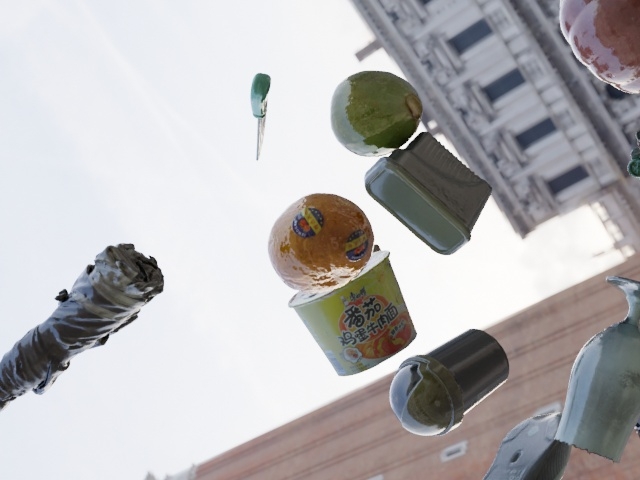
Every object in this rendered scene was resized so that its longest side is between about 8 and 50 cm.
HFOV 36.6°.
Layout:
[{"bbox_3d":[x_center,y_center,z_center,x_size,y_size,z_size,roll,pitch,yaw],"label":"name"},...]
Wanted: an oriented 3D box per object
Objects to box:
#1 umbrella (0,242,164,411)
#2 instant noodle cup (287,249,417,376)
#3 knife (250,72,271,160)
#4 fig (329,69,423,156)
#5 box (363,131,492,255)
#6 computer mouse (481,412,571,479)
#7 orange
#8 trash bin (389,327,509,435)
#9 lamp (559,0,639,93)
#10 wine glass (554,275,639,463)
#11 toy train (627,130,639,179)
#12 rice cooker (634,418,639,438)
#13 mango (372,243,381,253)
[{"bbox_3d":[-0.393,0.139,1.499,0.113,0.357,0.106,50,-168,0],"label":"umbrella"},{"bbox_3d":[0.084,0.166,2.150,0.200,0.264,0.264,62,-151,-6],"label":"instant noodle cup"},{"bbox_3d":[-0.121,-0.251,1.949,0.034,0.260,0.063,13,-117,2],"label":"knife"},{"bbox_3d":[0.141,-0.297,2.264,0.207,0.230,0.207,-3,-90,-68],"label":"fig"},{"bbox_3d":[0.250,-0.117,2.215,0.274,0.138,0.178,42,-127,-4],"label":"box"},{"bbox_3d":[0.369,0.474,1.834,0.090,0.167,0.379,48,-115,-8],"label":"computer mouse"},{"bbox_3d":[-0.001,0.003,1.584,0.177,0.177,0.155,10,-142,-54],"label":"orange"},{"bbox_3d":[0.316,0.368,2.492,0.334,0.214,0.214,-29,-91,-36],"label":"trash bin"},{"bbox_3d":[0.622,-0.441,1.911,0.305,0.239,0.305,21,-136,-23],"label":"lamp"},{"bbox_3d":[0.338,0.150,1.112,0.093,0.093,0.202,29,-100,-43],"label":"wine glass"},{"bbox_3d":[0.741,-0.135,2.059,0.091,0.136,0.228,-20,-89,-59],"label":"toy train"},{"bbox_3d":[0.593,0.273,1.650,0.112,0.165,0.106,71,179,-64],"label":"rice cooker"},{"bbox_3d":[0.148,0.101,2.533,0.101,0.066,0.187,-34,-60,-47],"label":"mango"}]
